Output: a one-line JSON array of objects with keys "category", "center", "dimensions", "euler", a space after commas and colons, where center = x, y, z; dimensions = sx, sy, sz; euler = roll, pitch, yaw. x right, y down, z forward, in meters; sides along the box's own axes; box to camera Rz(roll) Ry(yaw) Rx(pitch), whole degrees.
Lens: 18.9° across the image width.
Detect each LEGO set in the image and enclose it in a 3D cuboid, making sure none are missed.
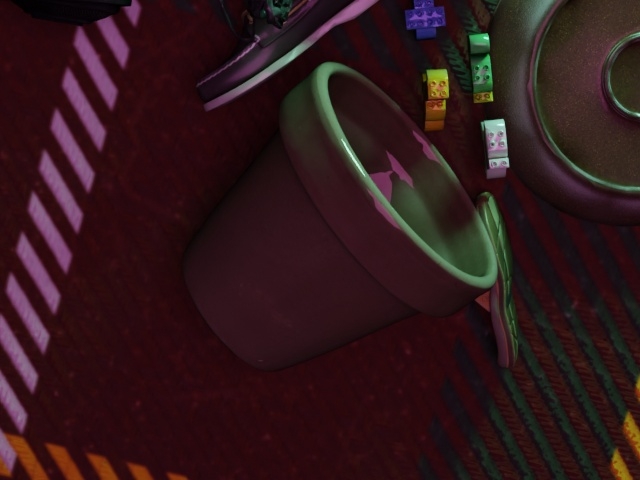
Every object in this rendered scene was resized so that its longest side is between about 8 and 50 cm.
[{"category": "LEGO set", "center": [0.129, -0.169, 1.831], "dimensions": [0.087, 0.093, 0.227], "euler": [-6, 92, 0]}]

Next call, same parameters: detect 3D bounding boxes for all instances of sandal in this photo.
[{"category": "sandal", "center": [0.165, 0.043, 1.913], "dimensions": [0.049, 0.072, 0.180], "euler": [-4, 107, 14]}]

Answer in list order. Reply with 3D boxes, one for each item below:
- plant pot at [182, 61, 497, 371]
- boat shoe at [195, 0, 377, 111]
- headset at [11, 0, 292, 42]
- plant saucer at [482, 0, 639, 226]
[{"category": "plant pot", "center": [0.000, 0.000, 1.805], "dimensions": [0.229, 0.263, 0.263], "euler": [-37, 104, 20]}, {"category": "boat shoe", "center": [-0.032, -0.208, 1.826], "dimensions": [0.227, 0.081, 0.069], "euler": [-37, 101, -7]}, {"category": "headset", "center": [-0.201, -0.299, 1.727], "dimensions": [0.394, 0.185, 0.243], "euler": [30, 96, -1]}, {"category": "plant saucer", "center": [0.314, -0.163, 1.898], "dimensions": [0.310, 0.050, 0.311], "euler": [-2, 100, -9]}]
